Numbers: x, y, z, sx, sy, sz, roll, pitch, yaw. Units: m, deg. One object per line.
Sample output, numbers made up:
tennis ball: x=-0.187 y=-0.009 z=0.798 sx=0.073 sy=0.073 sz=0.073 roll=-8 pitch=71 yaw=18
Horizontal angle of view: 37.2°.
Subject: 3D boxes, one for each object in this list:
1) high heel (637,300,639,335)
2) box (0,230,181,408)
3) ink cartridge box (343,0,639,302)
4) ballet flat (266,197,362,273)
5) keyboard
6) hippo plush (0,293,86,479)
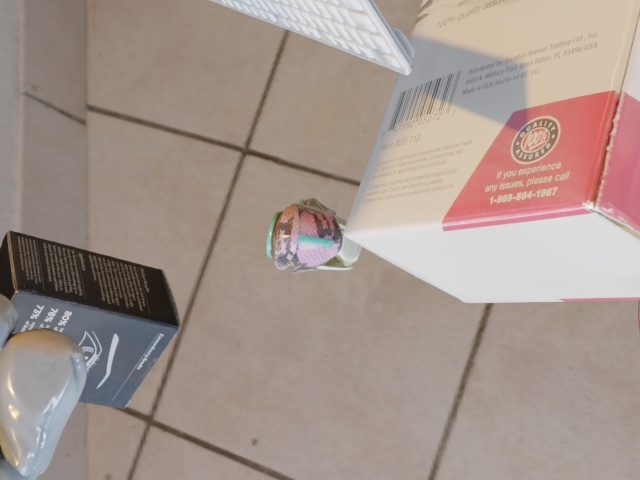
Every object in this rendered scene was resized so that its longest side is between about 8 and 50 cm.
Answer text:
high heel: x=0.351 y=0.119 z=0.882 sx=0.082 sy=0.117 sz=0.244 roll=-19 pitch=75 yaw=15
box: x=-0.296 y=0.098 z=1.119 sx=0.153 sy=0.207 sz=0.108 roll=-53 pitch=40 yaw=24
ink cartridge box: x=0.153 y=-0.113 z=0.579 sx=0.207 sy=0.117 sz=0.283 roll=-7 pitch=60 yaw=57
ballet flat: x=0.000 y=0.000 z=0.894 sx=0.079 sy=0.221 sz=0.076 roll=13 pitch=92 yaw=3
keyboard: x=-0.038 y=-0.134 z=0.468 sx=0.014 sy=0.072 sz=0.256 roll=-48 pitch=34 yaw=-3
hippo plush: x=-0.326 y=0.190 z=0.885 sx=0.294 sy=0.236 sz=0.234 roll=42 pitch=65 yaw=-4
